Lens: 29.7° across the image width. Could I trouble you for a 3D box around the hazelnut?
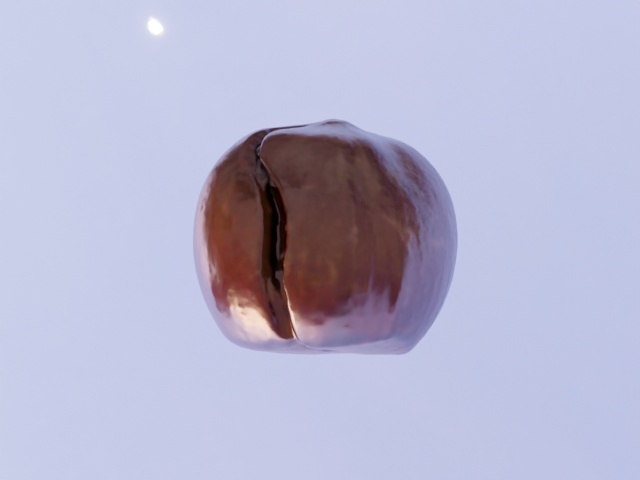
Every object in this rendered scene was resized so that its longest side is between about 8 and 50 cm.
[{"bbox_3d":[0.000,0.000,1.062,0.233,0.218,0.218,2,-128,-29],"label":"hazelnut"}]
